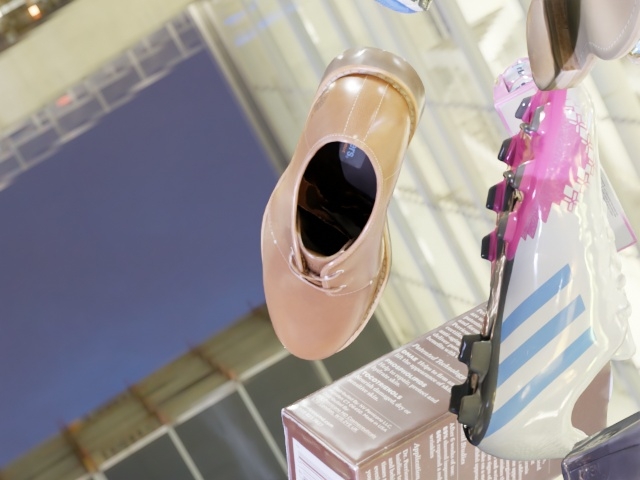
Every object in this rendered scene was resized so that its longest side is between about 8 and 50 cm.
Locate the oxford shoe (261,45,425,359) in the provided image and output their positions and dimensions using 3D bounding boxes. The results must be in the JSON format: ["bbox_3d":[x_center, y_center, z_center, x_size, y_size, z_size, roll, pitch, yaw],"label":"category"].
[{"bbox_3d":[0.000,0.000,0.813,0.076,0.212,0.076,16,-134,6],"label":"oxford shoe"}]

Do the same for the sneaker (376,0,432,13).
[{"bbox_3d":[-0.018,-0.324,1.515,0.147,0.330,0.130,-17,-131,52],"label":"sneaker"}]

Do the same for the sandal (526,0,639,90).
[{"bbox_3d":[0.185,-0.142,0.897,0.079,0.088,0.240,-8,174,-6],"label":"sandal"}]

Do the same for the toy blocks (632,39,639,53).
[{"bbox_3d":[0.302,-0.146,1.170,0.148,0.123,0.054,-37,-154,-24],"label":"toy blocks"}]

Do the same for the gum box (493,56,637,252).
[{"bbox_3d":[0.225,-0.080,1.442,0.062,0.188,0.107,-26,-166,11],"label":"gum box"}]

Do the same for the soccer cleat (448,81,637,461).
[{"bbox_3d":[0.207,0.027,1.301,0.143,0.331,0.116,11,-173,-6],"label":"soccer cleat"}]

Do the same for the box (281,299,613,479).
[{"bbox_3d":[0.148,0.209,1.712,0.381,0.191,0.143,-23,-143,-29],"label":"box"}]

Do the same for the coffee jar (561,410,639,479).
[{"bbox_3d":[0.166,0.162,0.662,0.079,0.184,0.096,-5,161,-24],"label":"coffee jar"}]
